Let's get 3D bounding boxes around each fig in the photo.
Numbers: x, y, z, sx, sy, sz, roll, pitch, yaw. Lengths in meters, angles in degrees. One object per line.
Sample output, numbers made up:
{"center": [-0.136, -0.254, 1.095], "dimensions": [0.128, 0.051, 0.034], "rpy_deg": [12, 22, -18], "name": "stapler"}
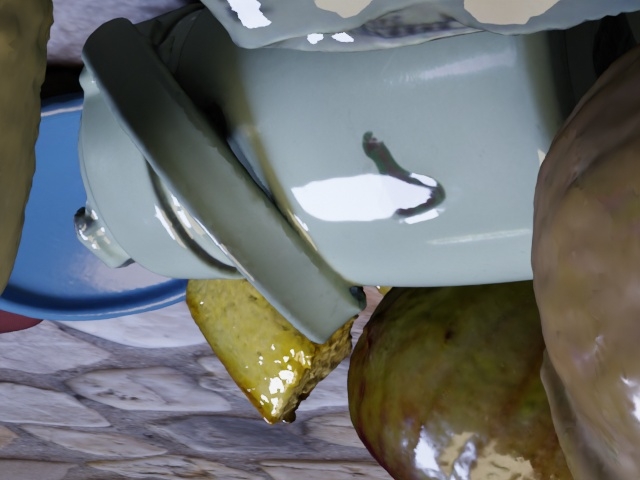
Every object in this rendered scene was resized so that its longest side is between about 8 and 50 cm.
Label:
{"center": [0.155, 0.039, 0.784], "dimensions": [0.217, 0.217, 0.320], "rpy_deg": [15, 120, -19], "name": "fig"}

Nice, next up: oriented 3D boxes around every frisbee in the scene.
{"center": [-0.177, -0.031, 0.992], "dimensions": [0.290, 0.049, 0.289], "rpy_deg": [-10, 145, -7], "name": "frisbee"}

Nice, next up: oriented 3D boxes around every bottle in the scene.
{"center": [0.001, -0.062, 0.698], "dimensions": [0.352, 0.229, 0.229], "rpy_deg": [-8, 154, 30], "name": "bottle"}

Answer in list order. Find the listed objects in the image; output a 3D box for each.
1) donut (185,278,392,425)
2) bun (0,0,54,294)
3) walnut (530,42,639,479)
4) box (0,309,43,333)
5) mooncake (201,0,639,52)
{"center": [-0.006, 0.000, 0.904], "dimensions": [0.152, 0.259, 0.101], "rpy_deg": [38, 142, 9], "name": "donut"}
{"center": [-0.259, -0.096, 0.488], "dimensions": [0.227, 0.352, 0.349], "rpy_deg": [4, 141, -42], "name": "bun"}
{"center": [0.218, 0.033, 0.467], "dimensions": [0.285, 0.285, 0.296], "rpy_deg": [-5, 126, 26], "name": "walnut"}
{"center": [-0.428, 0.021, 1.160], "dimensions": [0.404, 0.108, 0.263], "rpy_deg": [-10, 152, 35], "name": "box"}
{"center": [0.035, -0.192, 0.455], "dimensions": [0.250, 0.136, 0.254], "rpy_deg": [-6, 129, 18], "name": "mooncake"}
